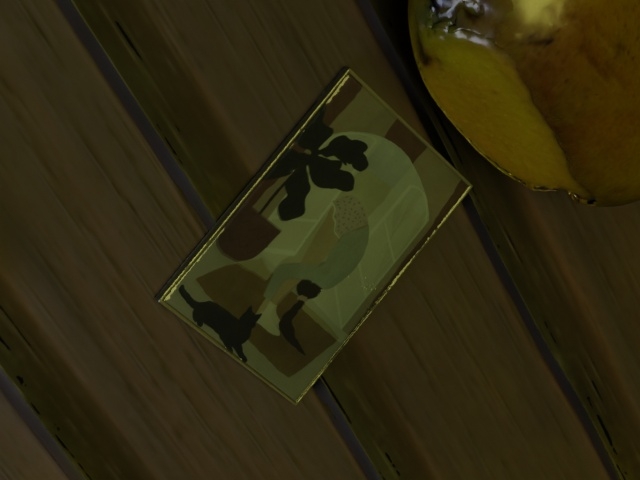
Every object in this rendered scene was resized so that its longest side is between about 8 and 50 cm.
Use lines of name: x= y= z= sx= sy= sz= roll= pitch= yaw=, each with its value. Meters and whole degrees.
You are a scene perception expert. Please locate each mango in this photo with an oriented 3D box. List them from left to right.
mango: x=0.161 y=-0.122 z=0.914 sx=0.167 sy=0.130 sz=0.262 roll=-46 pitch=125 yaw=-15

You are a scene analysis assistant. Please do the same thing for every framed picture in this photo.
framed picture: x=0.000 y=0.000 z=0.944 sx=0.136 sy=0.010 sz=0.201 roll=41 pitch=88 yaw=-28
